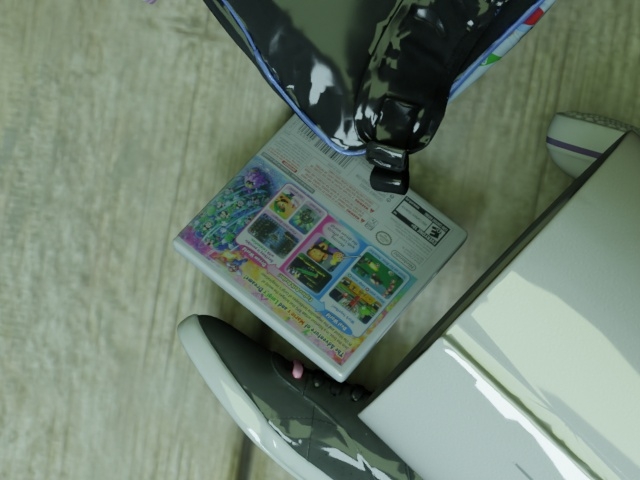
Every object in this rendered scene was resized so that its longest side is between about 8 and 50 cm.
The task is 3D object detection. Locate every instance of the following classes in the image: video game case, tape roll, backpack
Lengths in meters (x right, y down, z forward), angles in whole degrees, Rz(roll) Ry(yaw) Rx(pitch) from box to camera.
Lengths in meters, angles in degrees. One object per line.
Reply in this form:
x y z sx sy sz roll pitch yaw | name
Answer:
0.000 0.000 1.012 0.157 0.019 0.143 38 71 13 | video game case
0.165 0.077 0.869 0.169 0.246 0.246 43 99 3 | tape roll
0.052 -0.216 0.933 0.263 0.213 0.276 -37 102 13 | backpack

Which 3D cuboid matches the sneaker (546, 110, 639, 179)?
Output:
0.261 0.027 0.984 0.282 0.102 0.161 28 102 4 | sneaker

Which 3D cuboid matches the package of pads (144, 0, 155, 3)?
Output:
-0.108 -0.216 1.042 0.083 0.032 0.050 -34 88 10 | package of pads

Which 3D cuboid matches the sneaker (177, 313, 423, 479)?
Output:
0.042 0.121 1.026 0.296 0.104 0.147 42 95 -1 | sneaker
